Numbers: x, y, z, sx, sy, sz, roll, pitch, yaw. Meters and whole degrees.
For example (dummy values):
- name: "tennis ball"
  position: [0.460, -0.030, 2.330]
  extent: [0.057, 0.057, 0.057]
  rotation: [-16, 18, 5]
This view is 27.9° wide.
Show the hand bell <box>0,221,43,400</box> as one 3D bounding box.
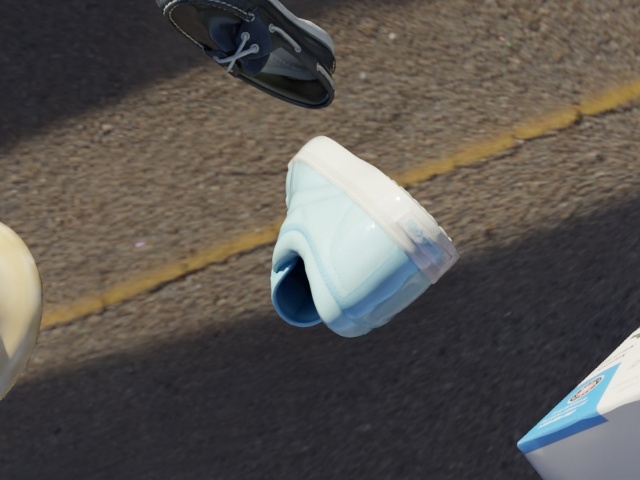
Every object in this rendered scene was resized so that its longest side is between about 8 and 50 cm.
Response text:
- name: "hand bell"
  position: [-0.237, -0.001, 0.565]
  extent: [0.126, 0.242, 0.126]
  rotation: [-7, 66, 17]

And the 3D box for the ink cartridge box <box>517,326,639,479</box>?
- name: "ink cartridge box"
  position: [0.209, 0.049, 0.581]
  extent: [0.203, 0.148, 0.086]
  rotation: [-38, 86, -29]

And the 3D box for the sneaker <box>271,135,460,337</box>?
- name: "sneaker"
  position: [0.000, 0.000, 1.203]
  extent: [0.150, 0.366, 0.135]
  rotation: [-41, 102, -4]

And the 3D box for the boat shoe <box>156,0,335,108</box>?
- name: "boat shoe"
  position: [-0.083, -0.249, 1.632]
  extent: [0.114, 0.302, 0.091]
  rotation: [-27, 61, 38]
